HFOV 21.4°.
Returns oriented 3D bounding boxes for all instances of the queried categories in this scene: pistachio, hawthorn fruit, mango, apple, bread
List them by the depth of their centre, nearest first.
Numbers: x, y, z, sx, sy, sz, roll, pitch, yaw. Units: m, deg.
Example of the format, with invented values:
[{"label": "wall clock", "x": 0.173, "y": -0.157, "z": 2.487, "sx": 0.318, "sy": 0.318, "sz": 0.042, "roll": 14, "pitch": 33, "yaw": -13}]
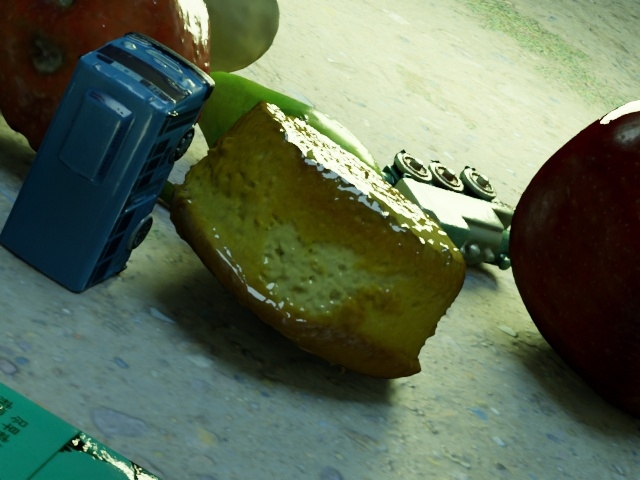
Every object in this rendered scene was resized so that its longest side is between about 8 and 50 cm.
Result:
[{"label": "bread", "x": 0.000, "y": 0.000, "z": 1.407, "sx": 0.268, "sy": 0.145, "sz": 0.268, "roll": 39, "pitch": 9, "yaw": -7}, {"label": "hawthorn fruit", "x": -0.185, "y": -0.127, "z": 1.462, "sx": 0.207, "sy": 0.207, "sz": 0.243, "roll": -6, "pitch": 78, "yaw": -57}, {"label": "mango", "x": -0.043, "y": -0.087, "z": 1.640, "sx": 0.233, "sy": 0.111, "sz": 0.125, "roll": 36, "pitch": 17, "yaw": 23}, {"label": "apple", "x": 0.332, "y": 0.017, "z": 1.643, "sx": 0.288, "sy": 0.288, "sz": 0.317, "roll": 19, "pitch": 35, "yaw": -26}, {"label": "pistachio", "x": -0.170, "y": -0.297, "z": 1.850, "sx": 0.288, "sy": 0.197, "sz": 0.166, "roll": 27, "pitch": 21, "yaw": -38}]

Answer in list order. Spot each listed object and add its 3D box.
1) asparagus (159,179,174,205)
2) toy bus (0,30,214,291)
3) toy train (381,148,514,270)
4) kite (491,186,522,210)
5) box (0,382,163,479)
[{"label": "asparagus", "x": -0.190, "y": -0.078, "z": 1.550, "sx": 0.248, "sy": 0.025, "sz": 0.024, "roll": 34, "pitch": 63, "yaw": 13}, {"label": "toy bus", "x": -0.166, "y": -0.061, "z": 1.310, "sx": 0.090, "sy": 0.184, "sz": 0.106, "roll": 33, "pitch": 23, "yaw": 11}, {"label": "toy train", "x": 0.132, "y": -0.023, "z": 1.771, "sx": 0.194, "sy": 0.081, "sz": 0.125, "roll": 13, "pitch": 36, "yaw": -42}, {"label": "kite", "x": 0.298, "y": -0.017, "z": 2.065, "sx": 0.244, "sy": 0.006, "sz": 0.198, "roll": 22, "pitch": 22, "yaw": -19}, {"label": "box", "x": -0.151, "y": 0.168, "z": 0.988, "sx": 0.226, "sy": 0.042, "sz": 0.161, "roll": 30, "pitch": 21, "yaw": 5}]
